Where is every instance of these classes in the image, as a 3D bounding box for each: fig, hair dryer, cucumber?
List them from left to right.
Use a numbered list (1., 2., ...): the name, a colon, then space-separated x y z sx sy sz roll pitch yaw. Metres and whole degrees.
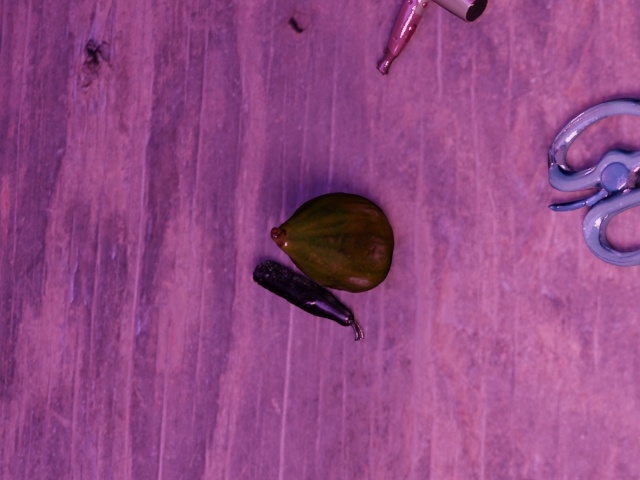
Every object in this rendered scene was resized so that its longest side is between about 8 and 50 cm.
1. cucumber: -0.013 0.070 1.473 0.163 0.039 0.043 26 117 35
2. fig: 0.000 0.000 1.397 0.117 0.178 0.117 -4 84 50
3. hair dryer: 0.116 -0.258 1.448 0.106 0.054 0.154 50 119 24

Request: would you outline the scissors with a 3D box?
1. scissors: 0.408 -0.098 1.233 0.393 0.032 0.180 -22 70 29
